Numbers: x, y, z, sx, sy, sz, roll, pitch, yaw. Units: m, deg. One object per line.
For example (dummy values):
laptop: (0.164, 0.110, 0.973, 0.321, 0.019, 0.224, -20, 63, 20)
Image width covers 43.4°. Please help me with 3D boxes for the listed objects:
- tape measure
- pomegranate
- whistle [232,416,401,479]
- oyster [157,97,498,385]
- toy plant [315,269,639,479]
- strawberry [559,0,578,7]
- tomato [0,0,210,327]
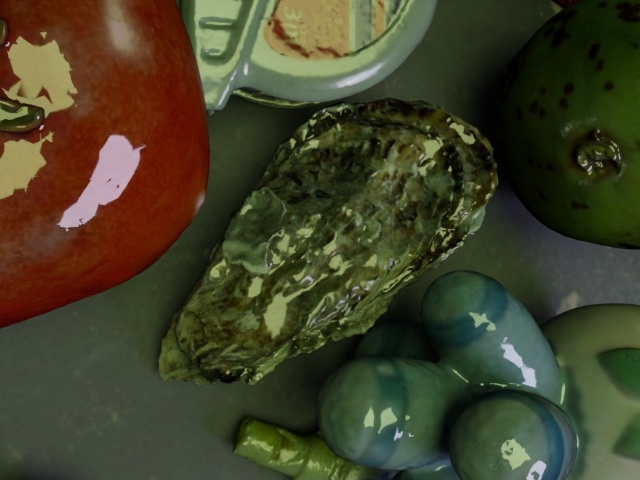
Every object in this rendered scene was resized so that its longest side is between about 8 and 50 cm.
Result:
tape measure: (-0.027, -0.226, 0.686, 0.246, 0.125, 0.243, -1, 96, -17)
pomegranate: (0.298, -0.113, 0.746, 0.270, 0.254, 0.254, -21, 97, -47)
whistle: (0.013, 0.212, 0.737, 0.198, 0.057, 0.104, 23, 71, -11)
oyster: (-0.002, 0.005, 0.695, 0.351, 0.158, 0.162, -40, 60, -8)
toy plant: (0.147, 0.148, 0.678, 0.332, 0.247, 0.247, 10, 86, -24)
strawberry: (0.259, -0.323, 0.819, 0.147, 0.082, 0.187, -16, 99, -11)
tomato: (-0.237, -0.077, 0.519, 0.325, 0.290, 0.293, -28, 98, -11)
